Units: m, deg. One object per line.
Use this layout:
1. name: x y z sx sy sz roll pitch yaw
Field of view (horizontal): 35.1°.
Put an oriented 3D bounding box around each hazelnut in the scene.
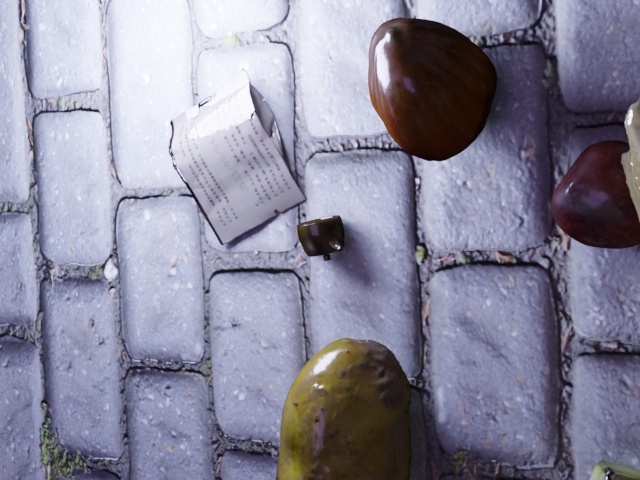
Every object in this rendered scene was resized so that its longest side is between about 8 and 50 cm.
1. hazelnut: 0.163 -0.229 1.464 0.186 0.210 0.210 2 96 -7

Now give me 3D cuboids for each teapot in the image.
1. teapot: 0.000 0.000 1.659 0.121 0.076 0.068 -2 102 60

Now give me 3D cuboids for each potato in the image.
1. potato: 0.043 0.283 1.569 0.229 0.229 0.265 17 106 31

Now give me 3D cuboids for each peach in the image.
1. peach: 0.381 -0.063 1.365 0.152 0.152 0.152 3 95 33

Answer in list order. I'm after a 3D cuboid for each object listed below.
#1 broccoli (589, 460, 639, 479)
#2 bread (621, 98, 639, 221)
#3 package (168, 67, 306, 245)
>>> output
1. broccoli: 0.351 0.481 1.425 0.221 0.252 0.361 26 72 25
2. bread: 0.565 -0.012 1.127 0.371 0.279 0.389 -18 81 9
3. package: -0.157 -0.141 1.755 0.204 0.062 0.250 -29 82 32
